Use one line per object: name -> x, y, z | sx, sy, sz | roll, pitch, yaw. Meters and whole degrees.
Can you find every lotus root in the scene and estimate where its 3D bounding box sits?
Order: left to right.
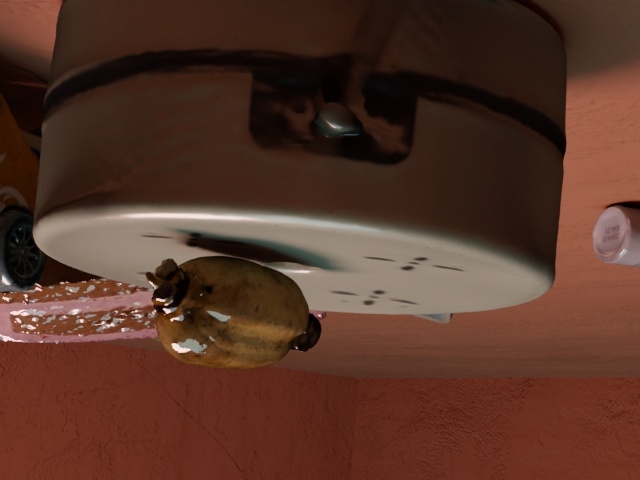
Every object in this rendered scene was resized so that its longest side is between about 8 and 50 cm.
lotus root -> -0.057, 0.042, 0.929 | 0.072, 0.063, 0.152 | -40, 147, 17

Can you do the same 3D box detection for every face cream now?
face cream -> 0.368, 0.004, 1.532 | 0.198, 0.057, 0.084 | 6, 172, -23

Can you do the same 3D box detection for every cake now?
cake -> -0.127, 0.018, 1.253 | 0.295, 0.113, 0.116 | 2, 148, -6

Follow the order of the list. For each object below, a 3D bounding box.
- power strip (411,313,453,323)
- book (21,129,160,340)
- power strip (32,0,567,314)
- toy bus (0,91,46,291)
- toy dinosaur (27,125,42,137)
power strip -> 0.058, -0.014, 1.393 | 0.145, 0.061, 0.216 | 15, 148, 10
book -> -0.225, -0.009, 1.319 | 0.322, 0.018, 0.228 | 19, 144, -9
power strip -> -0.009, -0.059, 0.988 | 0.357, 0.161, 0.357 | 5, 170, 1
toy bus -> -0.331, 0.017, 1.063 | 0.162, 0.323, 0.194 | 1, 130, 27
toy dinosaur -> -0.214, -0.060, 1.355 | 0.327, 0.113, 0.206 | -13, 137, 30
